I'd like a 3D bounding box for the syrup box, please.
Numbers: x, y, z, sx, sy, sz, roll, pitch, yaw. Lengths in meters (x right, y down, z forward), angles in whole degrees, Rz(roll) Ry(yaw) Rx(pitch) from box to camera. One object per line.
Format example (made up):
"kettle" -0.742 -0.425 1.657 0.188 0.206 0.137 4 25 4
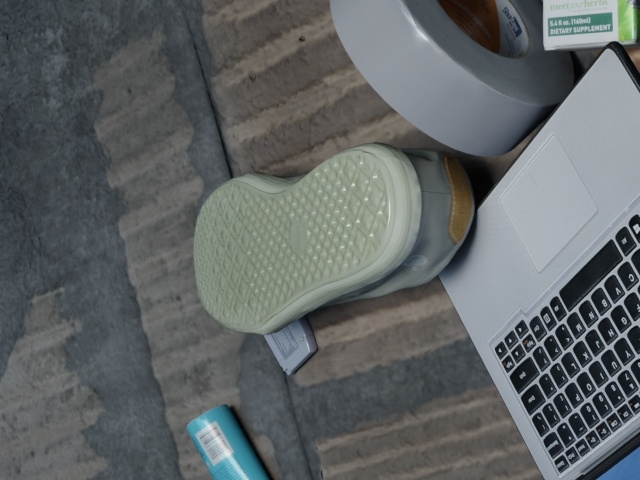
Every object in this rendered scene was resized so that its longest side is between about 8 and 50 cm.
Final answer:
"syrup box" 0.246 -0.279 1.286 0.093 0.096 0.236 2 97 43

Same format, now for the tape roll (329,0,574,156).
"tape roll" 0.115 -0.179 1.334 0.072 0.219 0.219 -44 65 35

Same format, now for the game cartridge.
"game cartridge" -0.037 0.095 1.644 0.056 0.017 0.083 -48 63 39

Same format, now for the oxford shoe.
"oxford shoe" 0.000 0.000 1.531 0.449 0.130 0.169 -18 78 58

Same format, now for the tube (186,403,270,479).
"tube" -0.076 0.280 1.682 0.080 0.052 0.207 -43 71 42

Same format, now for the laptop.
"laptop" 0.164 0.130 1.230 0.408 0.236 0.382 64 151 19
